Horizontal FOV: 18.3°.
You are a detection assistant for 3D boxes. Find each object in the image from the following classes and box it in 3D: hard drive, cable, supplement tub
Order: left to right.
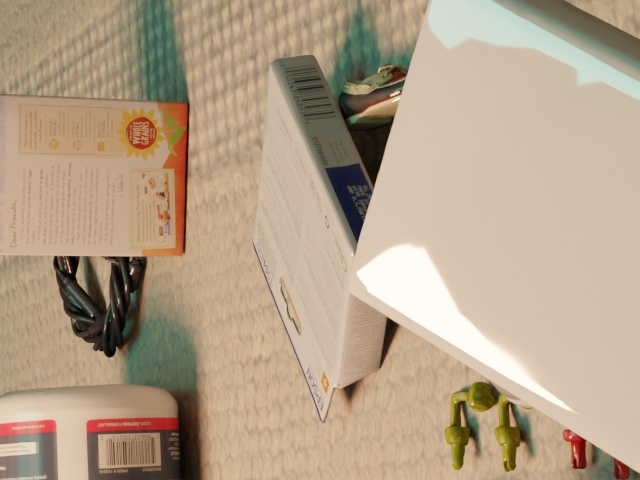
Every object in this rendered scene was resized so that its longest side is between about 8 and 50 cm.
[{"bbox_3d":[-0.228,0.282,1.949,0.191,0.191,0.272,-16,75,61],"label":"supplement tub"},{"bbox_3d":[-0.239,0.041,2.141,0.184,0.047,0.151,28,119,56],"label":"cable"},{"bbox_3d":[0.189,0.015,1.139,0.353,0.047,0.233,31,124,25],"label":"hard drive"}]

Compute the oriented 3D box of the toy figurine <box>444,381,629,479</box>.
[{"bbox_3d":[0.090,0.184,1.322,0.362,0.217,0.191,-4,86,61],"label":"toy figurine"}]

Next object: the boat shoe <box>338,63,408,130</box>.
[{"bbox_3d":[0.052,-0.119,1.583,0.137,0.049,0.043,162,107,-66],"label":"boat shoe"}]

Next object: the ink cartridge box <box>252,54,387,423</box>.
[{"bbox_3d":[0.000,0.000,1.658,0.224,0.045,0.223,99,155,-48],"label":"ink cartridge box"}]

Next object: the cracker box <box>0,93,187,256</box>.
[{"bbox_3d":[-0.249,-0.064,1.951,0.067,0.232,0.156,7,95,62],"label":"cracker box"}]

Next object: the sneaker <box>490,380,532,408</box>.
[{"bbox_3d":[0.172,0.000,1.256,0.281,0.115,0.105,-52,21,41],"label":"sneaker"}]
